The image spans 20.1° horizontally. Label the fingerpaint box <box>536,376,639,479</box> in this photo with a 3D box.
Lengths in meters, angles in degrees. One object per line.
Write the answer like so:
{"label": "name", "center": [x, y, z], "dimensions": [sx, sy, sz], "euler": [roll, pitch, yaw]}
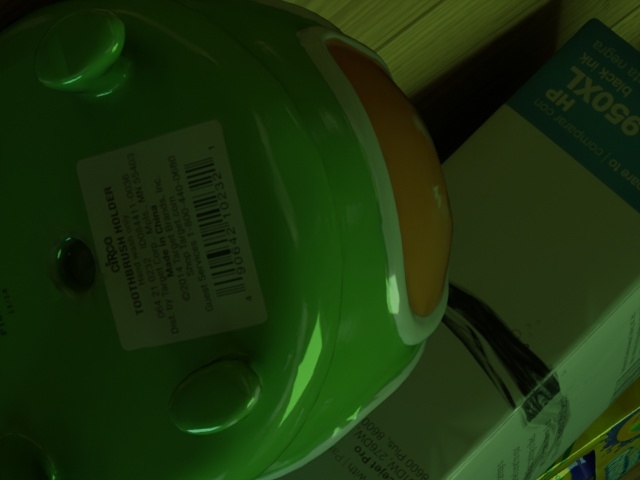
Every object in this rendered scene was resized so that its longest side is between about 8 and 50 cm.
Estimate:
{"label": "fingerpaint box", "center": [0.225, 0.258, 2.139], "dimensions": [0.371, 0.163, 0.445], "euler": [-35, 162, -5]}

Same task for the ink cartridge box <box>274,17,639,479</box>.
{"label": "ink cartridge box", "center": [0.114, 0.076, 1.290], "dimensions": [0.395, 0.166, 0.285], "euler": [-44, 162, -11]}

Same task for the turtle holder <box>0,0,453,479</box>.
{"label": "turtle holder", "center": [-0.076, 0.020, 0.873], "dimensions": [0.227, 0.243, 0.320], "euler": [-14, 151, -52]}
